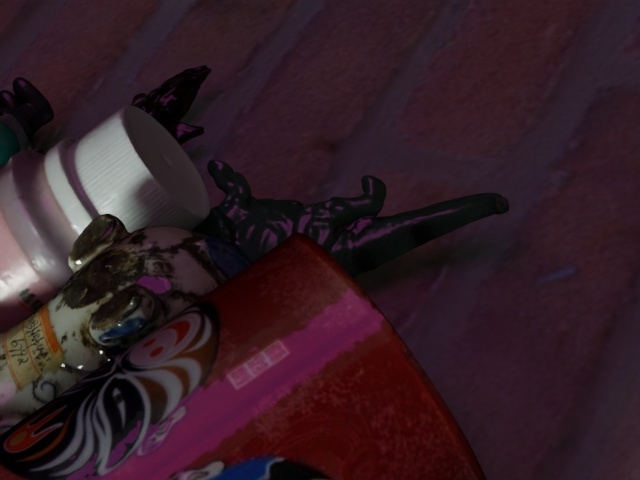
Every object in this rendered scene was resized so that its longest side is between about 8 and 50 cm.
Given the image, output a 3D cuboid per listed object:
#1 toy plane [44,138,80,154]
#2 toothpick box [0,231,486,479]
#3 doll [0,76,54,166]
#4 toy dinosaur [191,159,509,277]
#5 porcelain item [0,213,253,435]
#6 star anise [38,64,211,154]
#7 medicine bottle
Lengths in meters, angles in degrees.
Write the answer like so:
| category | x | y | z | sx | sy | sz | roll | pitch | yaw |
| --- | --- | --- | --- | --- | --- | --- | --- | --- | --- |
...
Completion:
| category | x | y | z | sx | sy | sz | roll | pitch | yaw |
| --- | --- | --- | --- | --- | --- | --- | --- | --- | --- |
| toy plane | -0.215 | -0.018 | 1.273 | 0.197 | 0.078 | 0.053 | -34 | -3 | 16 |
| toothpick box | -0.093 | 0.169 | 0.931 | 0.333 | 0.204 | 0.204 | -35 | 45 | -9 |
| doll | -0.350 | -0.047 | 1.349 | 0.195 | 0.153 | 0.258 | -38 | 12 | 27 |
| toy dinosaur | -0.001 | -0.014 | 1.202 | 0.292 | 0.079 | 0.120 | -16 | 51 | 14 |
| porcelain item | -0.151 | 0.108 | 1.099 | 0.288 | 0.186 | 0.138 | -36 | 39 | 7 |
| star anise | -0.166 | -0.056 | 1.328 | 0.212 | 0.053 | 0.157 | -25 | 43 | -2 |
| medicine bottle | -0.205 | 0.011 | 1.181 | 0.247 | 0.147 | 0.147 | -35 | 42 | 15 |
